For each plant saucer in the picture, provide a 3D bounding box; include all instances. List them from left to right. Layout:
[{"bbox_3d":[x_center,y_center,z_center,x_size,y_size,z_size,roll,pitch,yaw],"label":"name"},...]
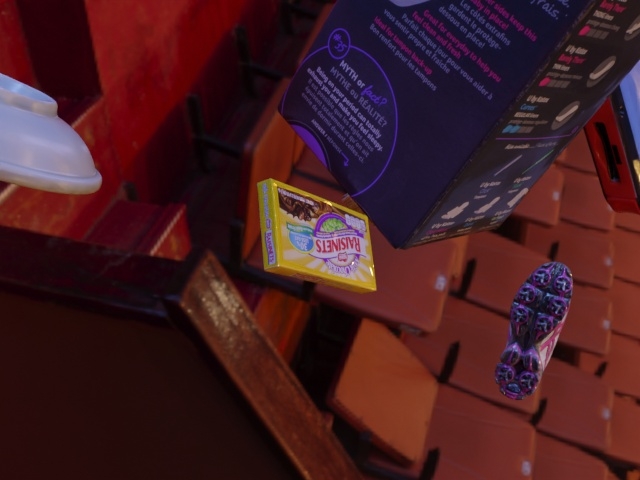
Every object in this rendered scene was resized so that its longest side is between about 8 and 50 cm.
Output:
[{"bbox_3d":[-0.480,-0.184,1.058,0.100,0.400,0.400,-66,169,6],"label":"plant saucer"}]

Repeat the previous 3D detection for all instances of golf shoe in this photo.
[{"bbox_3d":[0.279,0.113,1.014,0.086,0.067,0.186,-5,116,-66],"label":"golf shoe"}]

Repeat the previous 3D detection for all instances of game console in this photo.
[{"bbox_3d":[0.432,-0.263,1.064,0.342,0.060,0.386,-52,128,-33],"label":"game console"}]

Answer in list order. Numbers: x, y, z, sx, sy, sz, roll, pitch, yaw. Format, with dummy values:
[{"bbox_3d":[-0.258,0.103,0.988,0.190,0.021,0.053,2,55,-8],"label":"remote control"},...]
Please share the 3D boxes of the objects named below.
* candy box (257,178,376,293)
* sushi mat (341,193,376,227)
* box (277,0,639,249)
[{"bbox_3d":[0.000,0.000,0.935,0.206,0.027,0.105,17,64,-53],"label":"candy box"},{"bbox_3d":[0.169,-0.079,1.285,0.316,0.151,0.019,-31,-151,57],"label":"sushi mat"},{"bbox_3d":[0.118,-0.147,0.555,0.143,0.165,0.270,-11,144,-48],"label":"box"}]
